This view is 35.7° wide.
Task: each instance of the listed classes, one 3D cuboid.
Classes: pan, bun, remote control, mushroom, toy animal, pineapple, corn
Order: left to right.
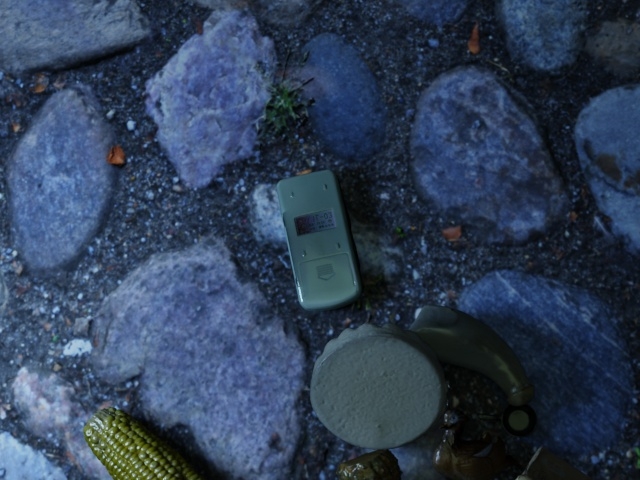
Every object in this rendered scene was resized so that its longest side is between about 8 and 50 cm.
[{"bbox_3d":[-0.321,0.454,1.912,0.347,0.130,0.130,37,79,19],"label":"corn"},{"bbox_3d":[0.000,0.000,2.070,0.140,0.056,0.296,-13,72,3],"label":"remote control"},{"bbox_3d":[0.113,0.258,1.923,0.263,0.175,0.263,1,112,2],"label":"bun"},{"bbox_3d":[0.112,0.519,1.843,0.128,0.128,0.248,-14,85,1],"label":"pineapple"},{"bbox_3d":[0.306,0.218,1.945,0.270,0.103,0.118,29,63,11],"label":"mushroom"},{"bbox_3d":[0.298,0.400,1.879,0.188,0.089,0.179,-3,93,-21],"label":"toy animal"},{"bbox_3d":[0.363,0.348,1.936,0.115,0.023,0.068,6,73,4],"label":"pan"}]

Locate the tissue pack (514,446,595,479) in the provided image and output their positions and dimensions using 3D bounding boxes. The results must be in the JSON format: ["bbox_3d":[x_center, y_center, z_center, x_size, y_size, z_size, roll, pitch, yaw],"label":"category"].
[{"bbox_3d":[0.474,0.526,1.786,0.305,0.238,0.238,32,77,15],"label":"tissue pack"}]
